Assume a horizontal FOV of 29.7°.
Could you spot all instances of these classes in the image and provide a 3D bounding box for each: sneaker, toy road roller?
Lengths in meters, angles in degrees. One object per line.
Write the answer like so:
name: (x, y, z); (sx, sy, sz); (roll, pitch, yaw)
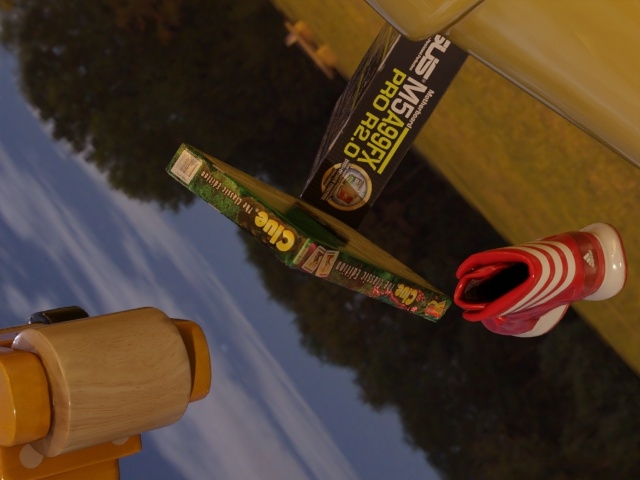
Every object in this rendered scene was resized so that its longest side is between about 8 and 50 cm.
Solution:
sneaker: (0.156, 0.037, 1.048); (0.221, 0.128, 0.087); (131, 131, -63)
toy road roller: (-0.260, 0.194, 1.177); (0.329, 0.202, 0.240); (-5, 93, 50)

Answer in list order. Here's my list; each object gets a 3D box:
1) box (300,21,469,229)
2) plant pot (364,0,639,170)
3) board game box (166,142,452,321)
box: (0.074, -0.154, 1.094); (0.060, 0.216, 0.270); (31, -158, -6)
plant pot: (0.164, -0.163, 0.620); (0.239, 0.254, 0.254); (44, -177, -7)
board game box: (0.000, 0.000, 0.948); (0.136, 0.030, 0.260); (39, -172, 30)
